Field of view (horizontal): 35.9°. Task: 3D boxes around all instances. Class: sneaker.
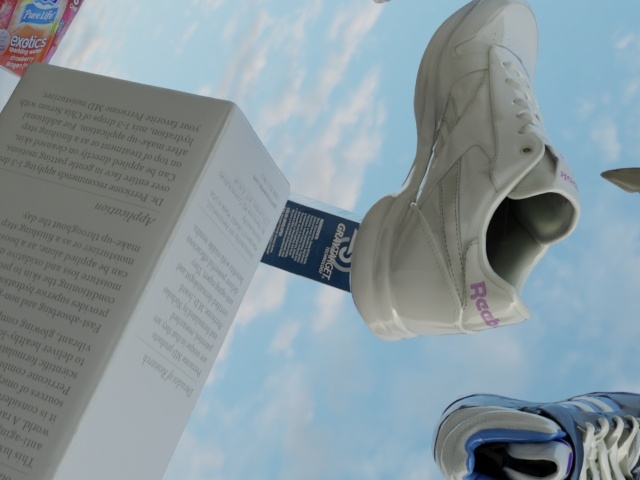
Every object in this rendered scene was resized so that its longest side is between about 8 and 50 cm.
[{"bbox_3d":[0.284,0.241,1.083,0.236,0.323,0.130,-22,117,-84],"label":"sneaker"},{"bbox_3d":[0.133,-0.059,0.720,0.152,0.114,0.305,-3,-124,39],"label":"sneaker"}]

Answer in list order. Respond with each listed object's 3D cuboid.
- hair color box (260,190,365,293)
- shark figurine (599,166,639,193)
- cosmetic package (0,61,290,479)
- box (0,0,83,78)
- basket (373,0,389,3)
[{"bbox_3d":[0.000,0.000,1.465,0.174,0.347,0.105,-16,124,-78],"label":"hair color box"},{"bbox_3d":[0.217,-0.005,0.417,0.166,0.116,0.278,-43,-166,20],"label":"shark figurine"},{"bbox_3d":[-0.228,0.089,0.846,0.230,0.161,0.453,15,-110,25],"label":"cosmetic package"},{"bbox_3d":[-0.402,-0.287,1.056,0.122,0.257,0.128,-61,166,-2],"label":"box"},{"bbox_3d":[0.143,-0.406,0.708,0.328,0.266,0.331,-11,-122,13],"label":"basket"}]
